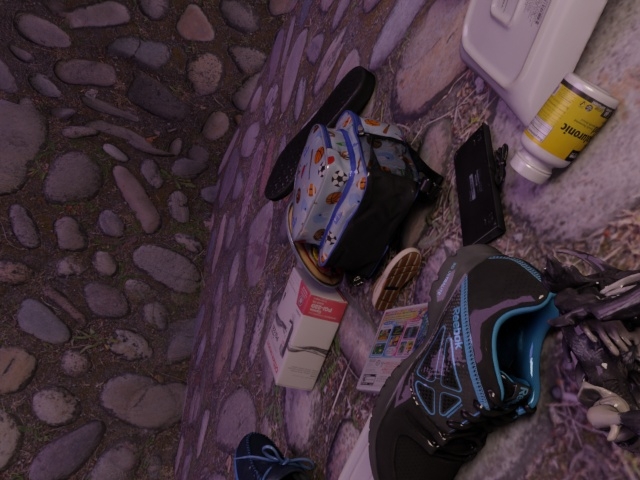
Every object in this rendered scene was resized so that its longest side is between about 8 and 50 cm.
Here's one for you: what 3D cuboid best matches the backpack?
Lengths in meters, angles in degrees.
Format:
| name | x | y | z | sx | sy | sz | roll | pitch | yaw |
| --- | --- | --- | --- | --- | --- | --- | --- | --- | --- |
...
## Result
| name | x | y | z | sx | sy | sz | roll | pitch | yaw |
| --- | --- | --- | --- | --- | --- | --- | --- | --- | --- |
| backpack | 0.058 | -0.100 | 0.899 | 0.263 | 0.213 | 0.276 | -86 | 21 | -48 |

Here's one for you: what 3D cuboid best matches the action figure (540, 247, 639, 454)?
| name | x | y | z | sx | sy | sz | roll | pitch | yaw |
| --- | --- | --- | --- | --- | --- | --- | --- | --- | --- |
| action figure | 0.242 | 0.097 | 0.334 | 0.141 | 0.164 | 0.275 | -28 | 32 | 36 |

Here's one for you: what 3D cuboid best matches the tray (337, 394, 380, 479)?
| name | x | y | z | sx | sy | sz | roll | pitch | yaw |
| --- | --- | --- | --- | --- | --- | --- | --- | --- | --- |
| tray | 0.090 | 0.323 | 0.741 | 0.270 | 0.030 | 0.145 | -68 | 23 | 16 |

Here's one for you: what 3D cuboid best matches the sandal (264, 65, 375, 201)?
| name | x | y | z | sx | sy | sz | roll | pitch | yaw |
| --- | --- | --- | --- | --- | --- | --- | --- | --- | --- |
| sandal | 0.004 | -0.246 | 1.288 | 0.446 | 0.107 | 0.167 | -44 | 33 | 30 |

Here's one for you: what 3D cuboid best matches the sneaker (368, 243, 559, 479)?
| name | x | y | z | sx | sy | sz | roll | pitch | yaw |
| --- | --- | --- | --- | --- | --- | --- | --- | --- | --- |
| sneaker | 0.157 | 0.176 | 0.554 | 0.139 | 0.125 | 0.341 | 33 | 108 | 63 |

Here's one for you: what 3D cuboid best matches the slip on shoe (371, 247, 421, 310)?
| name | x | y | z | sx | sy | sz | roll | pitch | yaw |
| --- | --- | --- | --- | --- | --- | --- | --- | --- | --- |
| slip on shoe | 0.123 | 0.060 | 0.824 | 0.041 | 0.051 | 0.135 | -106 | 30 | -50 |

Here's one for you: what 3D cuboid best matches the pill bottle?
| name | x | y | z | sx | sy | sz | roll | pitch | yaw |
| --- | --- | --- | --- | --- | --- | --- | --- | --- | --- |
| pill bottle | 0.272 | -0.124 | 0.559 | 0.065 | 0.065 | 0.116 | -101 | 33 | -50 |

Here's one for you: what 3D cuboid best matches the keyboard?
| name | x | y | z | sx | sy | sz | roll | pitch | yaw |
| --- | --- | --- | --- | --- | --- | --- | --- | --- | --- |
| keyboard | 0.232 | -0.083 | 0.690 | 0.108 | 0.023 | 0.180 | 127 | 150 | -56 |

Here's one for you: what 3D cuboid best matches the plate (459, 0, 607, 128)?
| name | x | y | z | sx | sy | sz | roll | pitch | yaw |
| --- | --- | --- | --- | --- | --- | --- | --- | --- | --- |
| plate | 0.265 | -0.323 | 0.641 | 0.278 | 0.045 | 0.277 | -103 | 19 | -48 |

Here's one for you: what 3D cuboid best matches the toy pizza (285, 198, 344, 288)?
| name | x | y | z | sx | sy | sz | roll | pitch | yaw |
| --- | --- | --- | --- | --- | --- | --- | --- | --- | --- |
| toy pizza | 0.000 | 0.000 | 0.998 | 0.032 | 0.201 | 0.201 | -25 | 46 | 25 |

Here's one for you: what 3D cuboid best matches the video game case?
| name | x | y | z | sx | sy | sz | roll | pitch | yaw |
| --- | --- | --- | --- | --- | --- | --- | --- | --- | --- |
| video game case | 0.122 | 0.164 | 0.742 | 0.157 | 0.019 | 0.143 | -28 | 34 | 62 |

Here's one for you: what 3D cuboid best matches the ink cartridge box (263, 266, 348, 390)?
| name | x | y | z | sx | sy | sz | roll | pitch | yaw |
| --- | --- | --- | --- | --- | --- | --- | --- | --- | --- |
| ink cartridge box | -0.039 | 0.190 | 1.071 | 0.158 | 0.092 | 0.218 | -131 | 58 | -65 |

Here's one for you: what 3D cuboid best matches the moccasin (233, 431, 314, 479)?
| name | x | y | z | sx | sy | sz | roll | pitch | yaw |
| --- | --- | --- | --- | --- | --- | --- | --- | --- | --- |
| moccasin | -0.054 | 0.465 | 0.901 | 0.342 | 0.138 | 0.117 | 38 | 106 | 52 |
